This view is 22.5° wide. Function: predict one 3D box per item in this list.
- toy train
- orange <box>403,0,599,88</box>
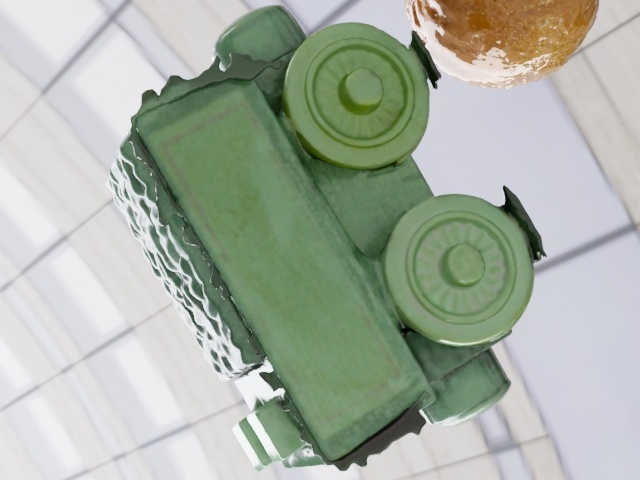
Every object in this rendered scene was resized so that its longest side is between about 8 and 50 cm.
[{"bbox_3d":[0.000,0.000,0.935,0.188,0.159,0.272,-30,-91,-16],"label":"toy train"},{"bbox_3d":[0.156,-0.220,1.351,0.161,0.193,0.193,6,-110,-8],"label":"orange"}]
